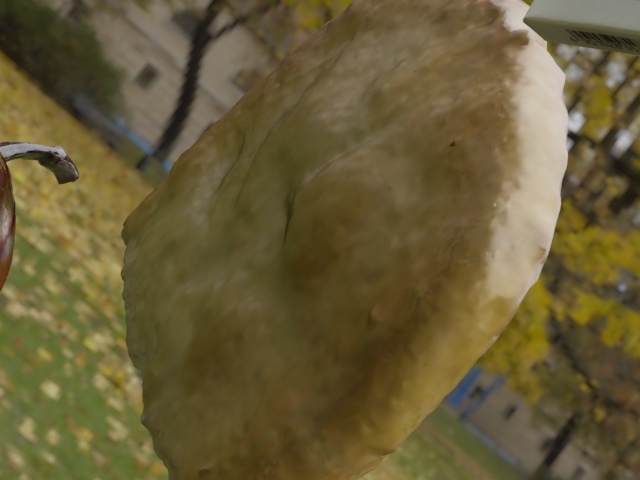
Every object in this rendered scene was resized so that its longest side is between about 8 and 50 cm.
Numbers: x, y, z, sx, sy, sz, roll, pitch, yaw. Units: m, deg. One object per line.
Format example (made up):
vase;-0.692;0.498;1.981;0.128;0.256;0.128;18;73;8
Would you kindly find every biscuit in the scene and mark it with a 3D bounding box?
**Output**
biscuit;-0.001;-0.001;1.204;0.104;0.446;0.429;33;31;-29

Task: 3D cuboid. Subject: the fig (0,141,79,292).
fig;-0.223;-0.019;0.853;0.148;0.202;0.149;40;-22;-13

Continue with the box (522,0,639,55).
box;0.191;-0.186;0.773;0.032;0.220;0.122;35;-9;-34
